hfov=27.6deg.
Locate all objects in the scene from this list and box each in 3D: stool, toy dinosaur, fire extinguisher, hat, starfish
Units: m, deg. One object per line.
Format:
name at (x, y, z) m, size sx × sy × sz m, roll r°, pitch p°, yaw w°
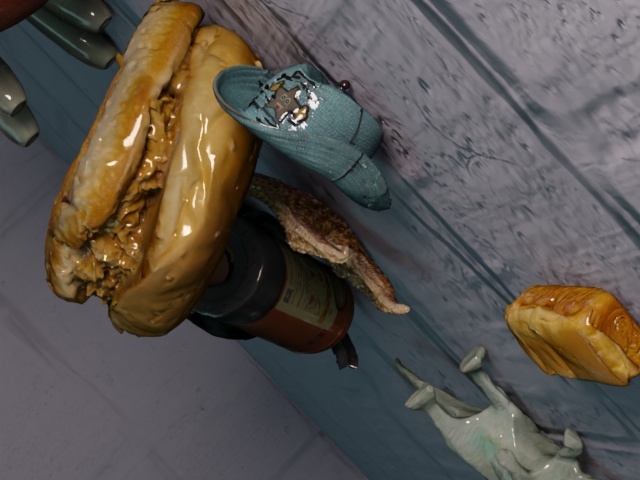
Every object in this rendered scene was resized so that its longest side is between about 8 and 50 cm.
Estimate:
stool at (-0.374, -0.250, 1.558) m, size 0.199 × 0.195 × 0.195 m, roll 43°, pitch 168°, yaw 5°
toy dinosaur at (0.172, 0.197, 1.416) m, size 0.205 × 0.092 × 0.393 m, roll 45°, pitch 162°, yaw -26°
fire extinguisher at (-0.045, 0.036, 1.531) m, size 0.376 × 0.113 × 0.200 m, roll 35°, pitch -132°, yaw -64°
hat at (0.002, -0.096, 1.055) m, size 0.191 × 0.078 × 0.138 m, roll 31°, pitch -167°, yaw -51°
starfish at (0.003, -0.003, 1.400) m, size 0.299 × 0.060 × 0.302 m, roll 35°, pitch 179°, yaw 19°

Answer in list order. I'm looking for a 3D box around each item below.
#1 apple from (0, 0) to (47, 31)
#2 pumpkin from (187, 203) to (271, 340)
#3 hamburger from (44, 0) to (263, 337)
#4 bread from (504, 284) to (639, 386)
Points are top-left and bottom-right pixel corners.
apple at (-0.372, -0.321, 1.195) m, size 0.306 × 0.235 × 0.305 m, roll 43°, pitch 169°, yaw 10°
pumpkin at (-0.141, 0.031, 1.768) m, size 0.233 × 0.163 × 0.233 m, roll 41°, pitch 167°, yaw 11°
hamburger at (-0.145, -0.070, 1.187) m, size 0.158 × 0.318 × 0.318 m, roll 18°, pitch 172°, yaw -10°
bread at (0.192, 0.070, 0.984) m, size 0.074 × 0.053 × 0.132 m, roll 49°, pitch 166°, yaw -16°
